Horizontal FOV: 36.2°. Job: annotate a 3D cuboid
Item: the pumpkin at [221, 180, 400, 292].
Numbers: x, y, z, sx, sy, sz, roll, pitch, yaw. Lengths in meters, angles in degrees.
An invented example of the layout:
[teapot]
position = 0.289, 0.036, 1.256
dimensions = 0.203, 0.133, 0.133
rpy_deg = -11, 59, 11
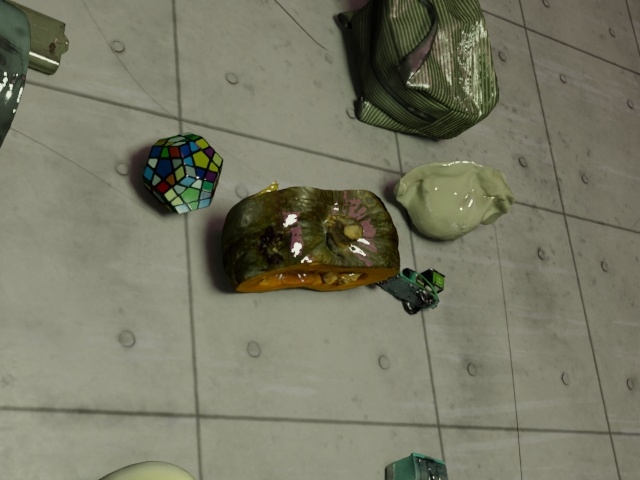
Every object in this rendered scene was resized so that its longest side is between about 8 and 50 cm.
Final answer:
[pumpkin]
position = 0.000, 0.000, 1.583
dimensions = 0.317, 0.222, 0.139
rpy_deg = 6, 65, -39

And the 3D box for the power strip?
[power strip]
position = -0.503, -0.329, 1.447
dimensions = 0.268, 0.034, 0.092
rpy_deg = 18, 59, -33

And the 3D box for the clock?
[clock]
position = -0.455, -0.182, 1.251
dimensions = 0.055, 0.280, 0.281
rpy_deg = 21, 57, -36

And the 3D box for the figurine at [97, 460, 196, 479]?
[figurine]
position = -0.160, 0.460, 1.184
dimensions = 0.226, 0.275, 0.394
rpy_deg = -31, 50, -23

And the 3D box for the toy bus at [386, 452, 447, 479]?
[toy bus]
position = 0.158, 0.477, 1.565
dimensions = 0.091, 0.109, 0.262
rpy_deg = 23, 54, -28

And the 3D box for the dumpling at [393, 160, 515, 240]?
[dumpling]
position = 0.260, -0.087, 1.862
dimensions = 0.258, 0.193, 0.147
rpy_deg = 17, 55, -30

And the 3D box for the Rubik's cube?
[Rubik's cube]
position = -0.214, -0.105, 1.530
dimensions = 0.112, 0.133, 0.133
rpy_deg = 15, 57, -67

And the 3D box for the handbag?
[handbag]
position = 0.189, -0.371, 1.921
dimensions = 0.240, 0.247, 0.341
rpy_deg = -1, 73, -28

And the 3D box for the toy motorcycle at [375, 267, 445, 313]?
[toy motorcycle]
position = 0.154, 0.069, 1.795
dimensions = 0.173, 0.058, 0.100
rpy_deg = 31, 46, -27
